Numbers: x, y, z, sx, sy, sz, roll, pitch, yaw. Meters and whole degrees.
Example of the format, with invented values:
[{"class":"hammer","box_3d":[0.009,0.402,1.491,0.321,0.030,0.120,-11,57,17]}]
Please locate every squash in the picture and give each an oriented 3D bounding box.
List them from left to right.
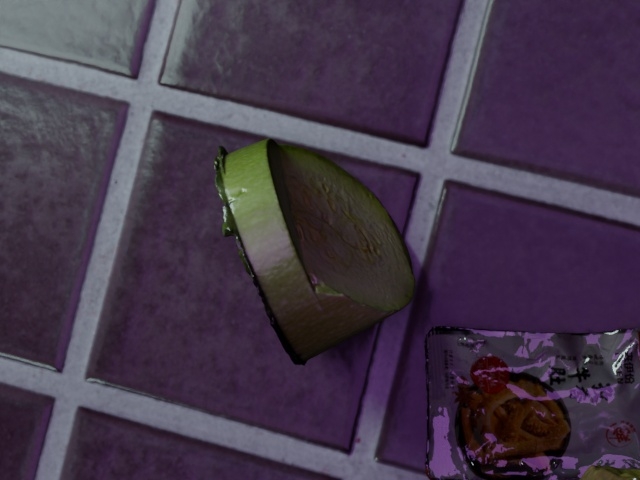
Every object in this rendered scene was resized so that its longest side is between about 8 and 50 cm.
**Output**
[{"class":"squash","box_3d":[-0.013,-0.003,1.587,0.133,0.220,0.220,-24,82,12]}]

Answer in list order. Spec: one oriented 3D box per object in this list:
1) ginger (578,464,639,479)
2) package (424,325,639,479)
[{"class":"ginger","box_3d":[0.301,0.303,1.536,0.275,0.130,0.221,10,83,33]},{"class":"package","box_3d":[0.218,0.157,1.622,0.239,0.030,0.154,-1,95,7]}]
